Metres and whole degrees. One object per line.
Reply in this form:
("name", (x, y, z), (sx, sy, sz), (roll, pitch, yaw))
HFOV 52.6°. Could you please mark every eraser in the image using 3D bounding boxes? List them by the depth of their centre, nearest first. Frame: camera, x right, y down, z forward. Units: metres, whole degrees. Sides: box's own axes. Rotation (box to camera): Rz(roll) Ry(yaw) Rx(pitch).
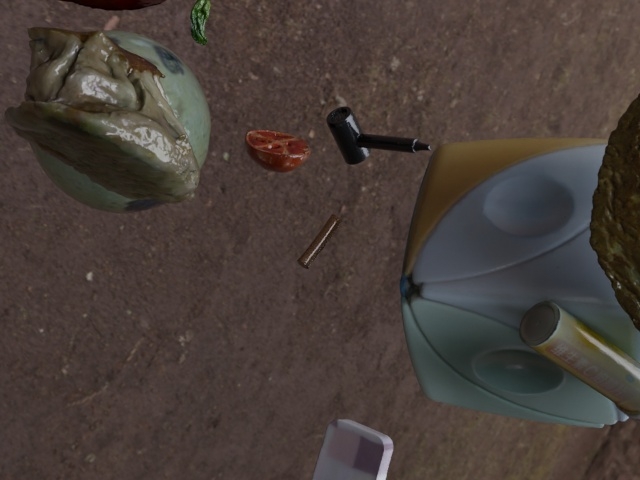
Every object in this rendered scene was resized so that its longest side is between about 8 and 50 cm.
("eraser", (0.026, 0.230, 0.620), (0.026, 0.065, 0.105), (27, 80, -58))

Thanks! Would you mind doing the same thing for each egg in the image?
("egg", (-0.383, -0.229, 1.254), (0.345, 0.345, 0.428), (-45, -177, -21))

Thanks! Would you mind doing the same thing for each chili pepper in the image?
("chili pepper", (-0.233, -0.426, 1.256), (0.034, 0.030, 0.091), (-9, 111, -52))

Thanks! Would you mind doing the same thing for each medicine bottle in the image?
("medicine bottle", (0.347, 0.153, 0.817), (0.218, 0.074, 0.073), (32, 87, -20))

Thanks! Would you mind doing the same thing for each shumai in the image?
("shumai", (-0.198, -0.121, 0.624), (0.201, 0.201, 0.120), (38, 67, -52))

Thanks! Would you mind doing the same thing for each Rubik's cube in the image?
("Rubik's cube", (0.333, 0.063, 1.051), (0.351, 0.348, 0.352), (74, 27, -44))

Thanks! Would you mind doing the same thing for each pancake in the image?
("pancake", (0.420, -0.042, 0.741), (0.054, 0.197, 0.376), (2, 96, -58))

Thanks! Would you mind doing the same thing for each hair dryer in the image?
("hair dryer", (0.133, -0.232, 1.443), (0.070, 0.256, 0.128), (-55, 134, -26))

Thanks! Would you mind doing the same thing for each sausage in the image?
("sausage", (0.000, 0.000, 1.129), (0.116, 0.026, 0.026), (-54, 143, -24))

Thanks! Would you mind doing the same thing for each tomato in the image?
("tomato", (-0.099, -0.191, 1.453), (0.156, 0.156, 0.069), (-16, 128, -43))

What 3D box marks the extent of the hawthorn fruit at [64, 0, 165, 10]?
("hawthorn fruit", (-0.156, -0.259, 0.512), (0.181, 0.235, 0.181), (-62, -177, 5))
